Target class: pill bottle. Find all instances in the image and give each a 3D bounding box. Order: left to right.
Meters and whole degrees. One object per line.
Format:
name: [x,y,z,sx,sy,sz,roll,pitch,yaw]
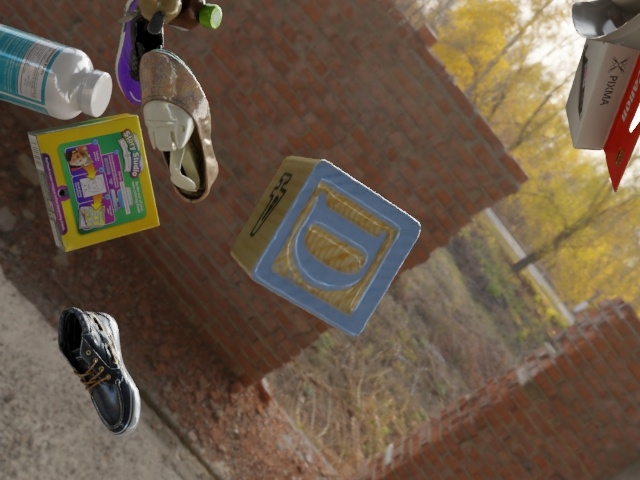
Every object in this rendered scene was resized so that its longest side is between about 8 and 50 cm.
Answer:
pill bottle: [-0.563,-0.332,1.350,0.263,0.146,0.146,19,18,1]

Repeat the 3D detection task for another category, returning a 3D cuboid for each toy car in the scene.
toy car: [-0.323,-0.478,1.387,0.188,0.154,0.149,-57,155,-37]

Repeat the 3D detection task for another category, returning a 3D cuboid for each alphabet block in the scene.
alphabet block: [0.000,0.000,1.009,0.192,0.194,0.197,33,-1,-17]

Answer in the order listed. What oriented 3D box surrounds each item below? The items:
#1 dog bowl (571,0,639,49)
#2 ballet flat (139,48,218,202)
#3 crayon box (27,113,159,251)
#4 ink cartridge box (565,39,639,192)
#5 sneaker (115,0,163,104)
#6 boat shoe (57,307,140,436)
dog bowl: [0.434,-0.372,0.757,0.102,0.349,0.349,23,21,-7]
ballet flat: [-0.235,-0.172,1.128,0.316,0.107,0.106,77,21,-56]
crayon box: [-0.692,-0.185,2.078,0.106,0.313,0.363,18,-59,50]
ink cartridge box: [0.466,-0.255,1.070,0.275,0.060,0.239,91,8,-45]
sneaker: [-0.469,-0.483,1.761,0.102,0.294,0.146,-7,35,-29]
boat shoe: [-0.309,0.179,0.916,0.184,0.065,0.083,66,12,22]
